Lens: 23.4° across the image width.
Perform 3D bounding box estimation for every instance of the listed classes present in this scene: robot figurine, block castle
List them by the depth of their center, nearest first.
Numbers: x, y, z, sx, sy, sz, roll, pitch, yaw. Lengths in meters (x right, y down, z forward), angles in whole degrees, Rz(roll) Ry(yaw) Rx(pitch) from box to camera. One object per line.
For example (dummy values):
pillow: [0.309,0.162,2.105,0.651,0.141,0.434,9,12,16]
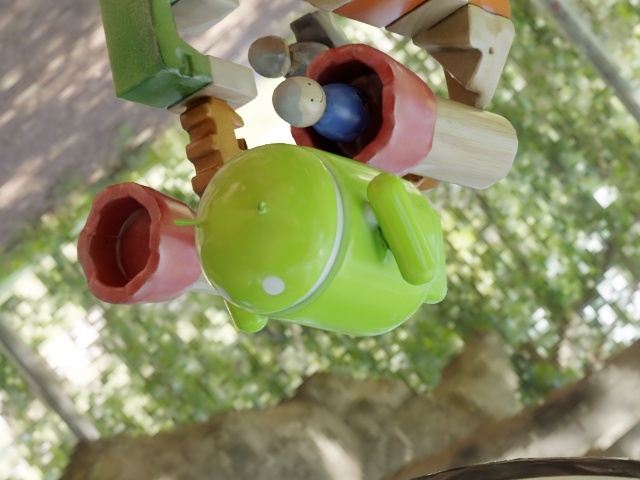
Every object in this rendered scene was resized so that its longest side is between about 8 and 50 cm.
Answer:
robot figurine: [0.000,0.000,0.597,0.101,0.067,0.115,-14,160,39]
block castle: [-0.065,-0.202,1.089,0.303,0.453,0.213,-27,156,35]

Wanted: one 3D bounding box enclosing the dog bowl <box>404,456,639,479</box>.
dog bowl: [0.106,0.306,0.715,0.408,0.408,0.150,-40,-156,18]
